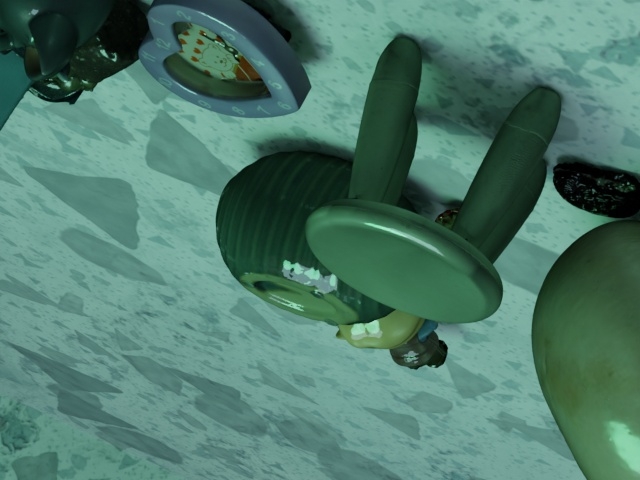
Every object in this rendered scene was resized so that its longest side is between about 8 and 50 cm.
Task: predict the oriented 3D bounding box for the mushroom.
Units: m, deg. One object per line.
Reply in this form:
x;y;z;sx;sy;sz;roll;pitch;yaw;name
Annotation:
0.372;0.132;1.755;0.295;0.362;0.362;-30;137;11;mushroom

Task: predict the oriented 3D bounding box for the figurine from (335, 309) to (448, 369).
0.096;0.098;2.214;0.114;0.108;0.196;-2;157;31;figurine

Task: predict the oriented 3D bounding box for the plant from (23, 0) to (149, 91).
-0.240;-0.205;1.873;0.094;0.092;0.143;33;154;-29;plant

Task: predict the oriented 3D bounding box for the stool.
0.112;-0.048;1.717;0.195;0.198;0.195;23;158;11;stool

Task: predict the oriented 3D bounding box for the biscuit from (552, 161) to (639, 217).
0.270;-0.050;1.769;0.087;0.027;0.089;32;159;-22;biscuit

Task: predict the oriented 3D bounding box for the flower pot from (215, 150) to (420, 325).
0.000;0.000;2.005;0.243;0.157;0.189;16;156;17;flower pot

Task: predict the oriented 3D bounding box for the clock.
-0.086;-0.187;1.780;0.172;0.064;0.198;25;159;-1;clock

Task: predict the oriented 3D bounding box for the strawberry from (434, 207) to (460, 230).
0.159;0.003;1.967;0.073;0.073;0.083;13;169;27;strawberry

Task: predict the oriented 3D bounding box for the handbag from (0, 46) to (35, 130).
-0.404;-0.186;2.055;0.144;0.057;0.221;34;138;-13;handbag

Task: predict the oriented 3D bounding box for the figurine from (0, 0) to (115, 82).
-0.279;-0.214;1.741;0.140;0.193;0.265;31;155;-2;figurine

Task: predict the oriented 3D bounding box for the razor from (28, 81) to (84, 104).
-0.362;-0.205;2.083;0.190;0.033;0.066;30;158;-12;razor
